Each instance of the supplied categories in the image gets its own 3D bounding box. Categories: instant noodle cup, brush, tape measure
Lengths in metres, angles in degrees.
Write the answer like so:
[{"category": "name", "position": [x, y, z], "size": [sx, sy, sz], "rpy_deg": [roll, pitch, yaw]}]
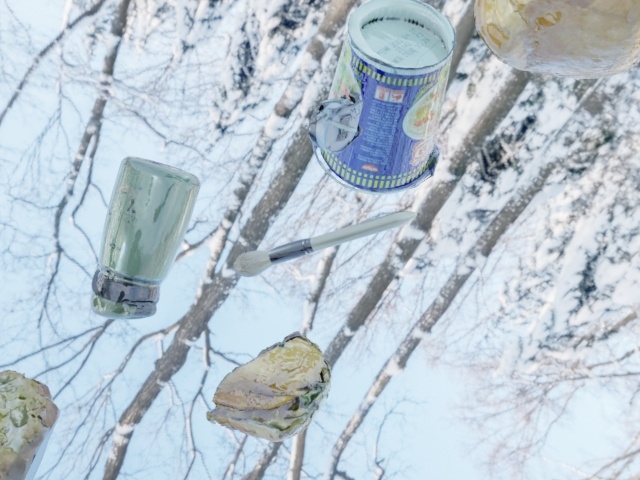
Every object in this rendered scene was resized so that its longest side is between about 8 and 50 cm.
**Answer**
[{"category": "instant noodle cup", "position": [0.134, -0.287, 1.120], "size": [0.284, 0.312, 0.284], "rpy_deg": [2, -121, -4]}, {"category": "brush", "position": [0.000, 0.000, 0.856], "size": [0.042, 0.299, 0.039], "rpy_deg": [-82, -31, -55]}, {"category": "tape measure", "position": [0.025, -0.189, 0.925], "size": [0.094, 0.091, 0.054], "rpy_deg": [-35, -129, -30]}]

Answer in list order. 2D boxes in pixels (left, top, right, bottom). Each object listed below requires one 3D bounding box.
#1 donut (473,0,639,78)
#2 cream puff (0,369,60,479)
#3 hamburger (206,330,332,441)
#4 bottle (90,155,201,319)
[{"category": "donut", "position": [0.261, -0.288, 0.508], "size": [0.150, 0.317, 0.299], "rpy_deg": [25, 157, 24]}, {"category": "cream puff", "position": [-0.402, 0.261, 0.639], "size": [0.155, 0.269, 0.241], "rpy_deg": [24, -113, -4]}, {"category": "hamburger", "position": [-0.039, 0.186, 0.665], "size": [0.102, 0.087, 0.176], "rpy_deg": [27, -152, 28]}, {"category": "bottle", "position": [-0.375, 0.006, 1.179], "size": [0.169, 0.346, 0.168], "rpy_deg": [19, -174, -2]}]
